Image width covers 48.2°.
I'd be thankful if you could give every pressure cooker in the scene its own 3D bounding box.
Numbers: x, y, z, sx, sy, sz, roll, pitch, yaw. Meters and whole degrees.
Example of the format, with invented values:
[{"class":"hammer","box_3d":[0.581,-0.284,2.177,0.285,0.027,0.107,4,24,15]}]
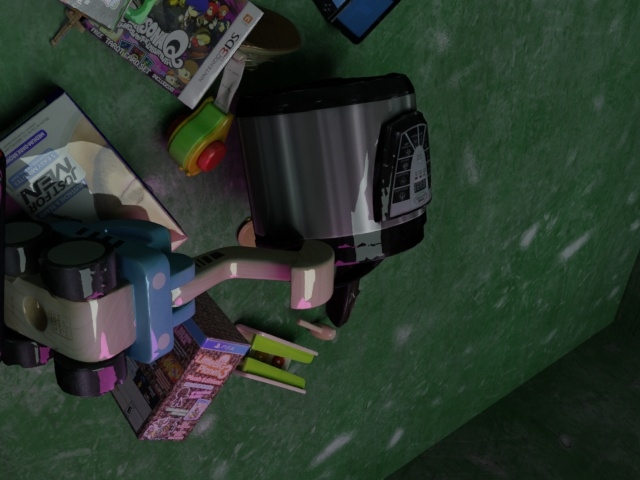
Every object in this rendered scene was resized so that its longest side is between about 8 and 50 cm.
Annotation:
[{"class":"pressure cooker","box_3d":[0.033,-0.115,1.461,0.370,0.375,0.420,-8,103,-7]}]

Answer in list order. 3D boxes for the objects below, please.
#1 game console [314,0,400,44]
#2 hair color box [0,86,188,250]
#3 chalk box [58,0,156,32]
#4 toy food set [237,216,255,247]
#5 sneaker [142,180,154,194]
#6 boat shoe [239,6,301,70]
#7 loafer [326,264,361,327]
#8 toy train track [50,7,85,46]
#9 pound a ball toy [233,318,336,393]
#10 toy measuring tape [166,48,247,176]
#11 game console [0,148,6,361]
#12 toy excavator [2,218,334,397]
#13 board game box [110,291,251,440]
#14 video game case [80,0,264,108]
[{"class":"game console","box_3d":[0.075,-0.504,1.474,0.144,0.085,0.124,-47,142,0]},{"class":"hair color box","box_3d":[-0.416,-0.080,1.278,0.185,0.110,0.339,-41,118,-7]},{"class":"chalk box","box_3d":[-0.353,-0.414,1.093,0.213,0.132,0.132,26,100,-39]},{"class":"toy food set","box_3d":[-0.163,-0.019,1.729,0.083,0.020,0.082,21,107,-49]},{"class":"sneaker","box_3d":[-0.433,-0.004,1.434,0.282,0.102,0.161,-53,144,8]},{"class":"boat shoe","box_3d":[-0.172,-0.378,1.361,0.285,0.104,0.089,-8,161,-31]},{"class":"loafer","box_3d":[0.081,0.156,2.055,0.078,0.080,0.220,-10,129,-36]},{"class":"toy train track","box_3d":[-0.422,-0.353,1.187,0.083,0.048,0.014,-40,178,19]},{"class":"pound a ball toy","box_3d":[-0.116,0.293,1.983,0.319,0.136,0.208,30,76,-51]},{"class":"toy measuring tape","box_3d":[-0.225,-0.227,1.370,0.121,0.121,0.330,-17,155,-32]},{"class":"game console","box_3d":[-0.588,-0.034,1.077,0.060,0.342,0.386,-24,139,-47]},{"class":"toy excavator","box_3d":[-0.252,0.060,1.190,0.445,0.433,0.222,-32,130,-50]},{"class":"board game box","box_3d":[-0.341,0.274,1.651,0.141,0.232,0.291,22,107,-50]},{"class":"video game case","box_3d":[-0.250,-0.377,1.221,0.232,0.042,0.210,37,97,-14]}]
